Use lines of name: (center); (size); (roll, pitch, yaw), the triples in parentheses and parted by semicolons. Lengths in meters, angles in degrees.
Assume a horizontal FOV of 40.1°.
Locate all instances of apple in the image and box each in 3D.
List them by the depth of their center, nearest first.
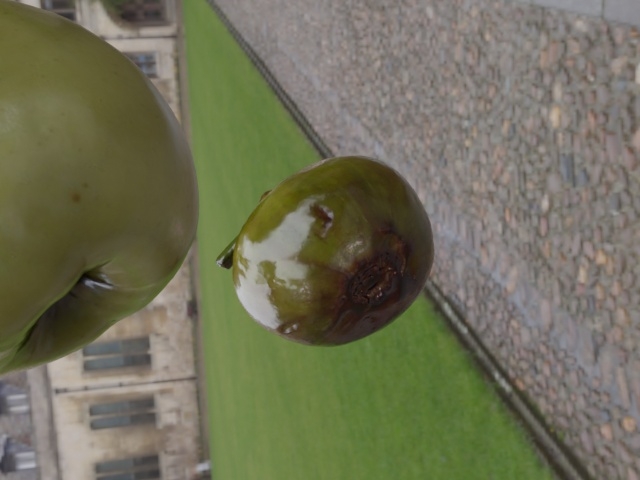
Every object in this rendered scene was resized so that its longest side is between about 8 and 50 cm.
apple: (-0.220, -0.032, 0.597); (0.262, 0.262, 0.263); (176, 90, -80)

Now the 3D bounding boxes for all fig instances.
fig: (0.000, 0.000, 0.373); (0.084, 0.082, 0.098); (-51, 35, -1)
